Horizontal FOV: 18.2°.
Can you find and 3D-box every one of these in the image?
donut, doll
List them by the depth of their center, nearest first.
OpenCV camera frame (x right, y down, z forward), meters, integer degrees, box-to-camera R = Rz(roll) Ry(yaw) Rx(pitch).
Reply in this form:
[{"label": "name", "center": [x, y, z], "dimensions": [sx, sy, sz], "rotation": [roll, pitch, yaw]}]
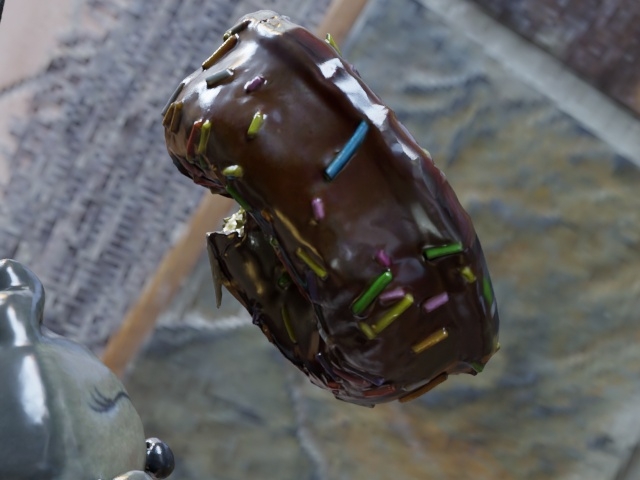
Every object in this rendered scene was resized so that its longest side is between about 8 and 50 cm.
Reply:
[{"label": "donut", "center": [0.000, -0.001, 1.078], "dimensions": [0.096, 0.230, 0.216], "rotation": [-33, 67, -17]}, {"label": "doll", "center": [-0.270, 0.197, 1.435], "dimensions": [0.252, 0.379, 0.382], "rotation": [-45, 58, 32]}]

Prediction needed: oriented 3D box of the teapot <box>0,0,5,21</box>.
[{"label": "teapot", "center": [-0.325, -0.104, 0.858], "dimensions": [0.306, 0.362, 0.376], "rotation": [5, 96, 33]}]
